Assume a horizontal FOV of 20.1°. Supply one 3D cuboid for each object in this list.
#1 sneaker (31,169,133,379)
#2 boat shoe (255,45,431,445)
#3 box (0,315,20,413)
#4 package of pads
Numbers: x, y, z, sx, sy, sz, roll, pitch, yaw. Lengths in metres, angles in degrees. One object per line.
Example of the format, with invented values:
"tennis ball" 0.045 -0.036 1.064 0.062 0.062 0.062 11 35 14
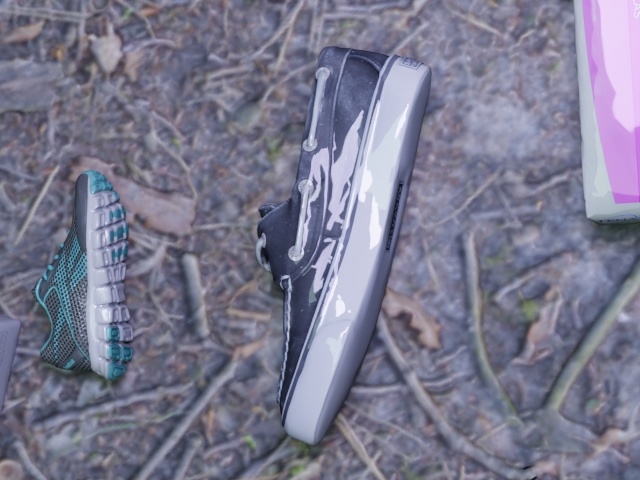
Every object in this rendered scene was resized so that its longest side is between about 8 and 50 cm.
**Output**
"sneaker" -0.194 0.028 1.434 0.076 0.065 0.166 -1 88 16
"boat shoe" 0.000 0.000 1.370 0.102 0.108 0.301 14 90 11
"box" -0.307 0.102 1.441 0.102 0.087 0.101 13 92 12
"package of pads" 0.300 -0.166 1.312 0.229 0.101 0.296 -4 89 12
